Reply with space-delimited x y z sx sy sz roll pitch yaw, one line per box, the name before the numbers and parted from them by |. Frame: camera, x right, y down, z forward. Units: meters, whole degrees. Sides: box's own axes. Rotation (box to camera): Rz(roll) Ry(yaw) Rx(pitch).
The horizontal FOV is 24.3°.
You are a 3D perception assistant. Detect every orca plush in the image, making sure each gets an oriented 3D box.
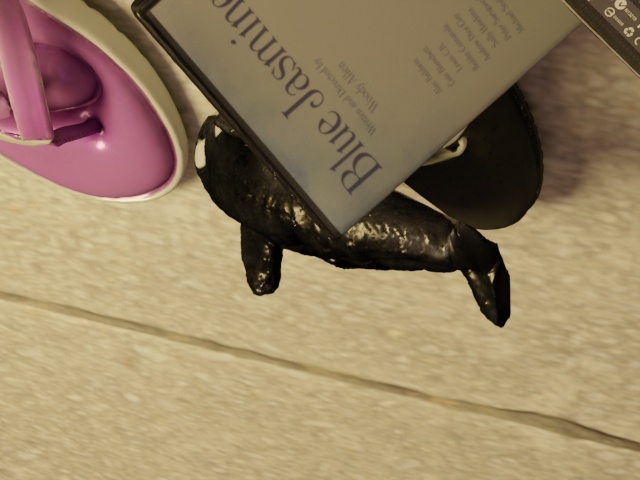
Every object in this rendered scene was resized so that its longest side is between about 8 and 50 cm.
orca plush | 0.000 0.000 0.979 0.287 0.102 0.151 28 -178 32

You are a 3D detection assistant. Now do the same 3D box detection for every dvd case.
dvd case | 0.045 -0.146 0.836 0.253 0.022 0.180 -42 111 -1

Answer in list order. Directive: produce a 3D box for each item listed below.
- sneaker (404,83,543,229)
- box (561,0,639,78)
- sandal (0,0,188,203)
sneaker | 0.021 -0.101 0.933 0.122 0.146 0.330 -20 123 37
box | 0.203 -0.203 0.764 0.270 0.060 0.216 40 119 -17
sandal | -0.264 -0.142 1.027 0.169 0.102 0.416 -21 128 35
